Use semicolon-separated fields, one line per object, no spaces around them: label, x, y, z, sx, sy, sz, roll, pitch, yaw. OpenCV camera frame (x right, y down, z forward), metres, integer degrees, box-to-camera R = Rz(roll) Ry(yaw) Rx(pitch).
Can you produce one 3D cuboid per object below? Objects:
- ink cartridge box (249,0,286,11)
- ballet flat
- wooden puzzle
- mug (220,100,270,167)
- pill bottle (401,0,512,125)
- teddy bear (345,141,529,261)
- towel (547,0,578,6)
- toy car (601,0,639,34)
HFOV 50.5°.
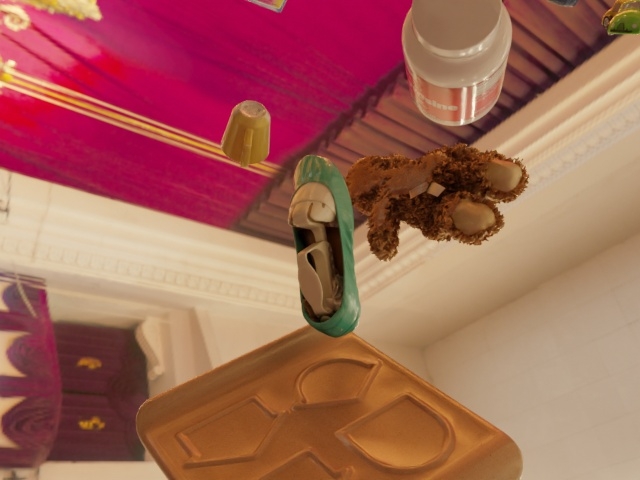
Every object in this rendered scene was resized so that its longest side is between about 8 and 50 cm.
ink cartridge box;-0.128;-0.861;1.799;0.395;0.151;0.270;-55;-126;28
ballet flat;0.000;0.000;0.866;0.083;0.087;0.247;-14;-100;24
wooden puzzle;0.000;0.247;0.788;0.348;0.322;0.080;33;-44;46
mug;-0.086;-0.134;0.848;0.078;0.062;0.064;54;-35;28
pill bottle;0.298;-0.418;1.499;0.229;0.407;0.229;-2;-99;11
teddy bear;0.179;-0.066;1.108;0.338;0.113;0.245;-8;-130;41
towel;0.332;-0.388;0.998;0.067;0.119;0.029;111;-10;-49
toy car;0.525;-0.353;1.063;0.239;0.225;0.053;20;-61;43
